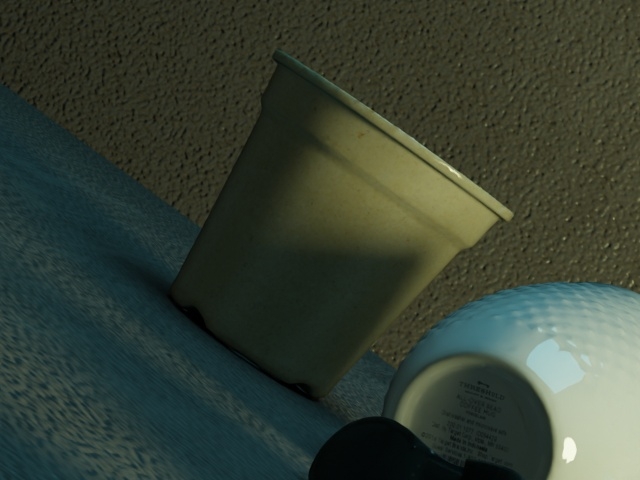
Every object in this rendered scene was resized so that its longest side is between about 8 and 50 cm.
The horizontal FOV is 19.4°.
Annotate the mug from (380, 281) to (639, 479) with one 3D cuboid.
[{"bbox_3d":[0.244,0.202,1.785,0.374,0.276,0.328,32,14,24],"label":"mug"}]

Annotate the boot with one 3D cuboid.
[{"bbox_3d":[0.129,0.259,1.541,0.263,0.091,0.229,15,-27,47],"label":"boot"}]

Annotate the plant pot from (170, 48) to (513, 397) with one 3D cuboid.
[{"bbox_3d":[0.000,0.000,2.155,0.334,0.305,0.334,35,2,-1],"label":"plant pot"}]
